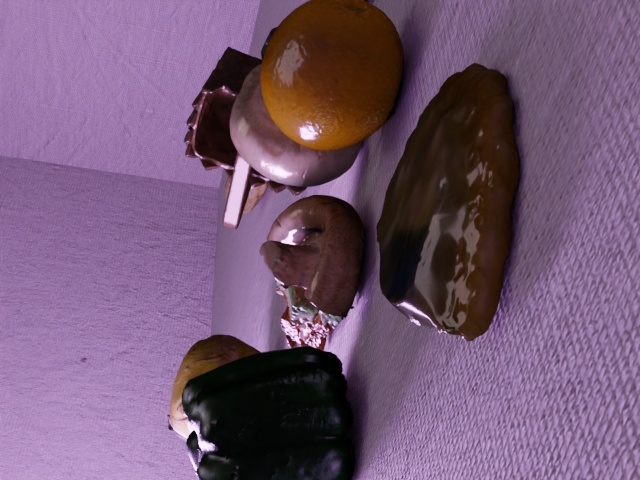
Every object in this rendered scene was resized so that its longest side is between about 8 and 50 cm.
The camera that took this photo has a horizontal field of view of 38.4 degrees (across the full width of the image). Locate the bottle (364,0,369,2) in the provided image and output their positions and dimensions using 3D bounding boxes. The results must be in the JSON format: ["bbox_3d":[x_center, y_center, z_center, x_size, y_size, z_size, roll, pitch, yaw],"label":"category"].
[{"bbox_3d":[0.032,-0.421,1.770,0.253,0.080,0.096,134,136,-70],"label":"bottle"}]

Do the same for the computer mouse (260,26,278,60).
[{"bbox_3d":[-0.048,-0.366,2.023,0.126,0.071,0.231,-33,86,54],"label":"computer mouse"}]

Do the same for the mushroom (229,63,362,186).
[{"bbox_3d":[-0.035,-0.230,1.585,0.260,0.254,0.234,41,146,25],"label":"mushroom"}]

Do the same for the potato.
[{"bbox_3d":[-0.213,0.329,2.052,0.299,0.247,0.196,-125,40,-65],"label":"potato"}]

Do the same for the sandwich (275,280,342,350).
[{"bbox_3d":[-0.027,0.130,1.602,0.185,0.109,0.159,-115,37,-70],"label":"sandwich"}]

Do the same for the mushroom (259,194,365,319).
[{"bbox_3d":[0.000,0.000,1.491,0.151,0.156,0.285,-66,27,16],"label":"mushroom"}]

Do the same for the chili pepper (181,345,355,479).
[{"bbox_3d":[-0.079,0.285,1.400,0.248,0.257,0.233,-175,80,-78],"label":"chili pepper"}]

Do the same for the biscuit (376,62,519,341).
[{"bbox_3d":[0.125,-0.025,1.039,0.335,0.078,0.329,129,152,-65],"label":"biscuit"}]

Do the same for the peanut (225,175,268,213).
[{"bbox_3d":[-0.213,-0.179,2.690,0.313,0.149,0.149,124,152,-66],"label":"peanut"}]

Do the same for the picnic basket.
[{"bbox_3d":[-0.128,-0.205,1.875,0.254,0.291,0.321,111,175,-46],"label":"picnic basket"}]

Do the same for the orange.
[{"bbox_3d":[0.018,-0.248,1.377,0.236,0.236,0.236,-172,90,-79],"label":"orange"}]
